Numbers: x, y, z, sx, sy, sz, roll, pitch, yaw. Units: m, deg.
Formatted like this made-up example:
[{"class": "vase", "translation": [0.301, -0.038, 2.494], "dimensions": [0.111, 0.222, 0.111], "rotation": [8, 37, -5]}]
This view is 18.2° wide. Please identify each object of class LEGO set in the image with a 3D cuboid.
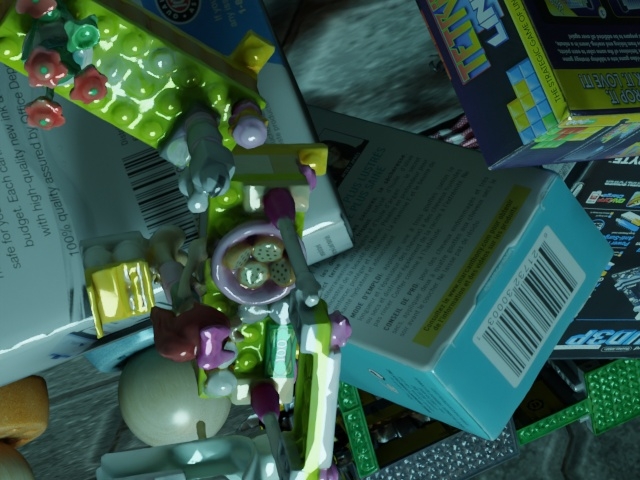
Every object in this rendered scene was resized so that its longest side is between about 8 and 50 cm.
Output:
[{"class": "LEGO set", "translation": [-0.057, -0.004, 0.669], "dimensions": [0.132, 0.287, 0.107], "rotation": [-21, -148, 1]}, {"class": "LEGO set", "translation": [0.080, 0.000, 1.165], "dimensions": [0.331, 0.192, 0.255], "rotation": [-30, 127, -7]}]

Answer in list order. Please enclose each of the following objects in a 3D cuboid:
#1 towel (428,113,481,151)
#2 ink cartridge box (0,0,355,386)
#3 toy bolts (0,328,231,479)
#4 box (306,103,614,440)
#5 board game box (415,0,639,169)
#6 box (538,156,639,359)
[{"class": "towel", "translation": [0.029, -0.026, 1.306], "dimensions": [0.197, 0.029, 0.144], "rotation": [-20, 168, 10]}, {"class": "ink cartridge box", "translation": [-0.099, -0.031, 0.794], "dimensions": [0.190, 0.140, 0.082], "rotation": [-21, 170, 3]}, {"class": "toy bolts", "translation": [-0.122, 0.062, 1.110], "dimensions": [0.218, 0.158, 0.228], "rotation": [-8, 162, -46]}, {"class": "box", "translation": [0.000, 0.000, 0.876], "dimensions": [0.100, 0.244, 0.060], "rotation": [-55, 133, -15]}, {"class": "board game box", "translation": [0.106, -0.104, 0.821], "dimensions": [0.048, 0.141, 0.170], "rotation": [-31, 164, 38]}, {"class": "box", "translation": [0.190, -0.009, 1.021], "dimensions": [0.220, 0.051, 0.175], "rotation": [1, 140, -26]}]
